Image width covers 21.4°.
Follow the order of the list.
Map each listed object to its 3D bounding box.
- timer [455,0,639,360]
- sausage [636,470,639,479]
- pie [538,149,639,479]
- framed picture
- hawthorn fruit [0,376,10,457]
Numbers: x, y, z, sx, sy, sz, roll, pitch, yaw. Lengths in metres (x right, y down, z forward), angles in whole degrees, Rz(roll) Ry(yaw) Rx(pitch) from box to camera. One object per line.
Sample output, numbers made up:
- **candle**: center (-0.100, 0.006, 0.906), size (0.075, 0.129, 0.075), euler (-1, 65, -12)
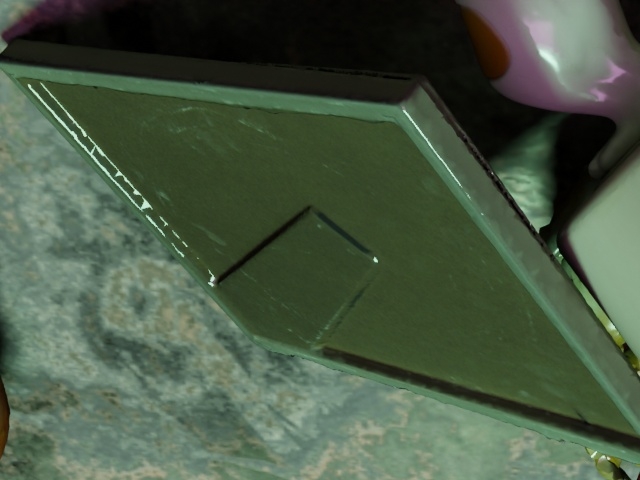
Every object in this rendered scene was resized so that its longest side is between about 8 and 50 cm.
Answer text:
- **timer**: center (0.113, -0.092, 0.735), size (0.266, 0.175, 0.175), euler (44, 132, 6)
- **sausage**: center (0.243, 0.024, 0.784), size (0.074, 0.074, 0.274), euler (36, 110, -23)
- **pie**: center (0.247, 0.043, 0.897), size (0.308, 0.085, 0.308), euler (5, 128, 6)
- **framed picture**: center (0.000, 0.000, 0.829), size (0.335, 0.022, 0.247), euler (12, 149, 52)
- **hawthorn fruit**: center (-0.287, 0.126, 1.014), size (0.179, 0.200, 0.179), euler (7, 130, 8)
